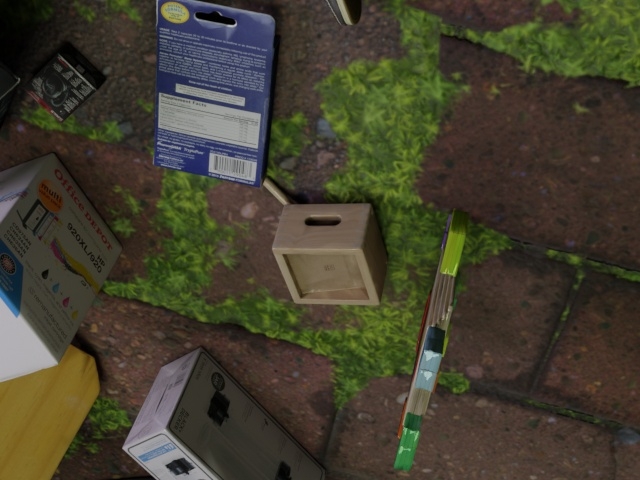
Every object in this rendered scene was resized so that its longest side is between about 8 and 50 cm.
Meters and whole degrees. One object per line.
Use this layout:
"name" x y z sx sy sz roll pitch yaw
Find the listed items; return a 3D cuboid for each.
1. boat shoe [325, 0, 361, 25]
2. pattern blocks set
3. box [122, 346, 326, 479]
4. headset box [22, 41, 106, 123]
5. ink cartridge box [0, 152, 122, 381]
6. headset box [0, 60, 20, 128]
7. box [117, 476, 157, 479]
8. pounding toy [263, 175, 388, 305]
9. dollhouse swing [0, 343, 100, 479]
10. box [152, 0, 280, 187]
"boat shoe" -0.003 -0.288 1.051 0.049 0.056 0.152 -11 113 28
"pattern blocks set" 0.126 0.098 1.131 0.026 0.325 0.285 13 129 6
"box" -0.127 0.312 1.461 0.087 0.169 0.290 -29 115 31
"headset box" -0.304 -0.183 1.219 0.083 0.032 0.062 -34 112 33
"ink cartridge box" -0.389 0.037 1.280 0.168 0.232 0.171 -18 120 23
"headset box" -0.468 -0.181 1.099 0.246 0.131 0.283 45 158 -9
"box" -0.275 0.489 1.704 0.183 0.056 0.231 -10 123 22
"pounding toy" 0.000 0.000 1.250 0.141 0.100 0.130 0 141 17
"dollhouse swing" -0.546 0.256 1.462 0.315 0.305 0.347 -5 149 39
"box" -0.120 -0.172 1.176 0.136 0.036 0.225 13 129 5
